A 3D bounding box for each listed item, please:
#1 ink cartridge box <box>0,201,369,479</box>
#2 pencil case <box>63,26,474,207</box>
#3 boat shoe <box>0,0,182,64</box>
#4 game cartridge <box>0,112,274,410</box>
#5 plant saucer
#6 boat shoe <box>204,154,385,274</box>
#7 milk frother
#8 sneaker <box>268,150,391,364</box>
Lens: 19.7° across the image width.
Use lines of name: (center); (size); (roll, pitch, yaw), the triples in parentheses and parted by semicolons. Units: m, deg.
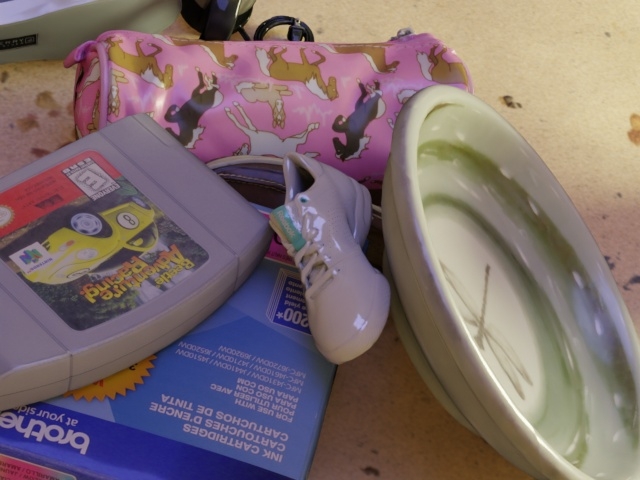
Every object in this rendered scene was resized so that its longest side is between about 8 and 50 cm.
ink cartridge box: (-0.134, 0.139, 1.517); (0.270, 0.151, 0.395); (16, 47, 0)
pencil case: (-0.051, -0.117, 1.774); (0.386, 0.160, 0.167); (-2, 49, -15)
boat shoe: (-0.296, -0.241, 1.859); (0.306, 0.113, 0.105); (-14, 66, -15)
game cartridge: (-0.188, 0.015, 1.482); (0.294, 0.060, 0.196); (-31, 63, -35)
plant saucer: (0.154, 0.059, 1.613); (0.400, 0.100, 0.400); (42, 32, -35)
boat shoe: (0.003, -0.007, 1.687); (0.257, 0.095, 0.095); (16, 19, -14)
milk frother: (-0.067, -0.252, 1.914); (0.143, 0.135, 0.129); (-3, 79, -14)
sneaker: (-0.003, 0.010, 1.499); (0.094, 0.080, 0.212); (39, 26, -32)
